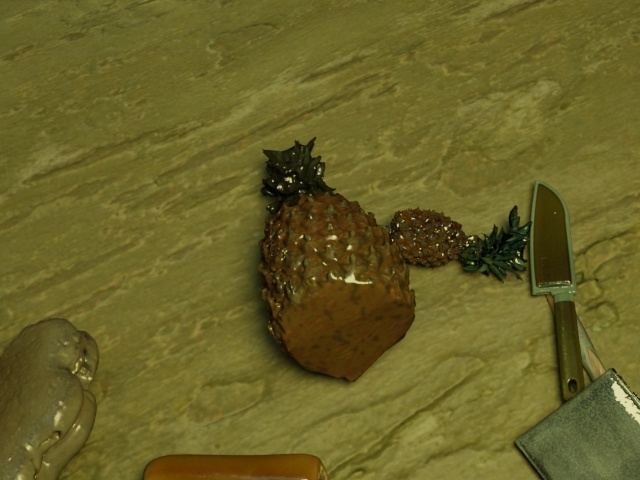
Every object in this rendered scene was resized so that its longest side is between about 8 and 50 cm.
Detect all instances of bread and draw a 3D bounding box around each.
[{"bbox_3d":[-0.381,0.256,1.064,0.183,0.102,0.337,9,59,39],"label":"bread"},{"bbox_3d":[-0.106,0.314,1.068,0.239,0.074,0.093,-2,57,2],"label":"bread"}]

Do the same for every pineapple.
[{"bbox_3d":[0.191,-0.004,1.212,0.221,0.083,0.103,8,64,5],"label":"pineapple"},{"bbox_3d":[0.000,0.000,1.181,0.201,0.202,0.362,-14,48,-4],"label":"pineapple"}]

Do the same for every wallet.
[{"bbox_3d":[0.369,0.292,1.044,0.167,0.036,0.222,-42,63,12],"label":"wallet"}]

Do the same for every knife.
[{"bbox_3d":[0.326,0.060,1.181,0.061,0.027,0.343,-5,61,16],"label":"knife"}]

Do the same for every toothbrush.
[{"bbox_3d":[0.379,0.194,1.130,0.028,0.037,0.375,-16,60,-9],"label":"toothbrush"}]
